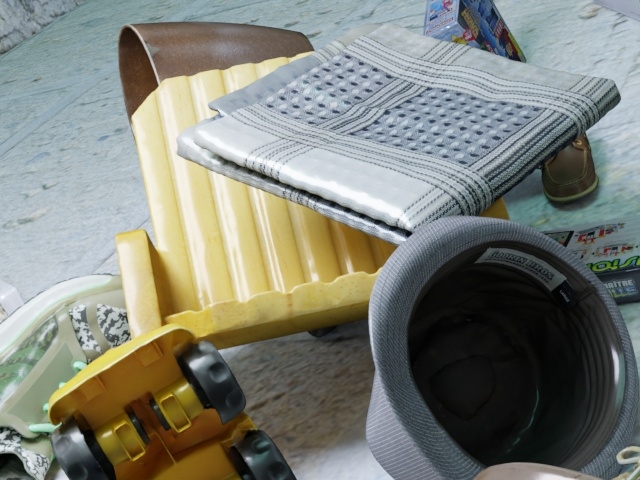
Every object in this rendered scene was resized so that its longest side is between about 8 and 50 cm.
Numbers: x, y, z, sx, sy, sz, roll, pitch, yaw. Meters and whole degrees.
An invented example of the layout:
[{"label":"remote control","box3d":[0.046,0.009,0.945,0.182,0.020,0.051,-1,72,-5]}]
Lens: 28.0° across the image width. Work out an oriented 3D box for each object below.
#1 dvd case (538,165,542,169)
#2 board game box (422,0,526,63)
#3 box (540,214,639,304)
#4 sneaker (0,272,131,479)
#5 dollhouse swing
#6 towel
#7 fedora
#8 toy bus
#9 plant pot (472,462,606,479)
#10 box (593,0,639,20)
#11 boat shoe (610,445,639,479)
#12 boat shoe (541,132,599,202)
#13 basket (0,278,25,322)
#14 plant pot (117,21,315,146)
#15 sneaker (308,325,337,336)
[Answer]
[{"label":"dvd case","box3d":[0.196,-0.115,1.494,0.119,0.013,0.087,11,26,-5]},{"label":"board game box","box3d":[0.209,-0.286,1.806,0.060,0.194,0.194,-25,19,28]},{"label":"box","box3d":[0.282,0.020,1.243,0.207,0.036,0.114,-10,25,27]},{"label":"sneaker","box3d":[-0.304,0.187,1.342,0.410,0.158,0.182,-29,54,-21]},{"label":"dollhouse swing","box3d":[-0.027,-0.067,1.242,0.346,0.305,0.315,-11,-8,-5]},{"label":"towel","box3d":[0.067,-0.120,1.199,0.324,0.056,0.312,22,44,38]},{"label":"fedora","box3d":[0.121,0.112,1.004,0.275,0.244,0.124,-45,2,-41]},{"label":"toy bus","box3d":[-0.126,0.167,1.064,0.149,0.220,0.211,-30,17,-7]},{"label":"plant pot","box3d":[0.123,0.269,0.597,0.263,0.263,0.229,9,55,52]},{"label":"box","box3d":[0.478,-0.459,1.890,0.126,0.231,0.262,-23,23,-3]},{"label":"boat shoe","box3d":[0.286,0.149,0.878,0.285,0.089,0.104,-24,23,-2]},{"label":"boat shoe","box3d":[0.281,-0.098,1.478,0.064,0.060,0.178,-15,23,16]},{"label":"basket","box3d":[-0.389,0.118,1.513,0.103,0.113,0.167,-33,15,-18]},{"label":"plant pot","box3d":[-0.123,-0.198,1.681,0.230,0.215,0.215,-15,19,-20]},{"label":"sneaker","box3d":[0.000,0.000,1.423,0.130,0.087,0.227,-21,47,-18]}]
